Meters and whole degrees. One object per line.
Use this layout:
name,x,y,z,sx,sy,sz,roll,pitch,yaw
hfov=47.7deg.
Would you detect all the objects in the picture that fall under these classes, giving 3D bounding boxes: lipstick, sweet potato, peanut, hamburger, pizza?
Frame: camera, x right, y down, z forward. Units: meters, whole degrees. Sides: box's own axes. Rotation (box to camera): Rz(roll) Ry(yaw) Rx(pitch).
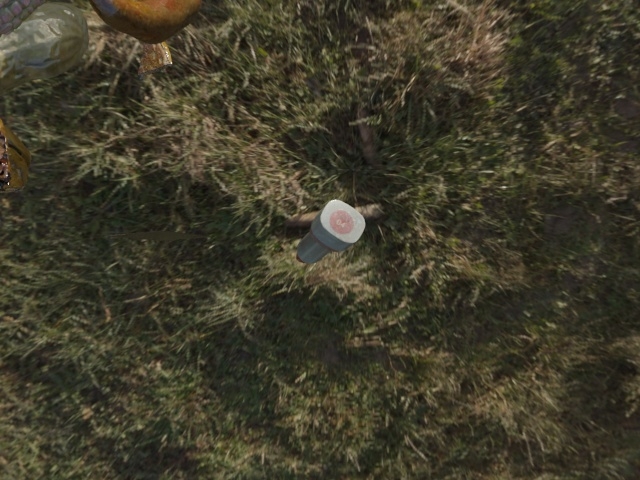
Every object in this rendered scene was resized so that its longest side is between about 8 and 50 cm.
lipstick,0.000,-0.001,1.065,0.063,0.186,0.057,34,65,-8
sweet potato,-0.203,-0.285,0.897,0.058,0.255,0.078,-4,109,21
peanut,-0.616,-0.387,1.485,0.313,0.152,0.152,-30,94,-29
hamburger,-0.766,-0.183,1.626,0.213,0.214,0.108,-1,60,3
pizza,-0.365,-0.415,1.603,0.100,0.029,0.099,-13,77,31

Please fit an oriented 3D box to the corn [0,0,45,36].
corn,-0.395,-0.424,1.035,0.335,0.126,0.126,-43,92,-6

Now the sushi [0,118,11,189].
sushi,-0.543,-0.124,0.972,0.287,0.149,0.140,21,60,-9

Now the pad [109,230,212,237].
pad,-0.338,-0.009,1.531,0.190,0.127,0.004,-4,82,40
